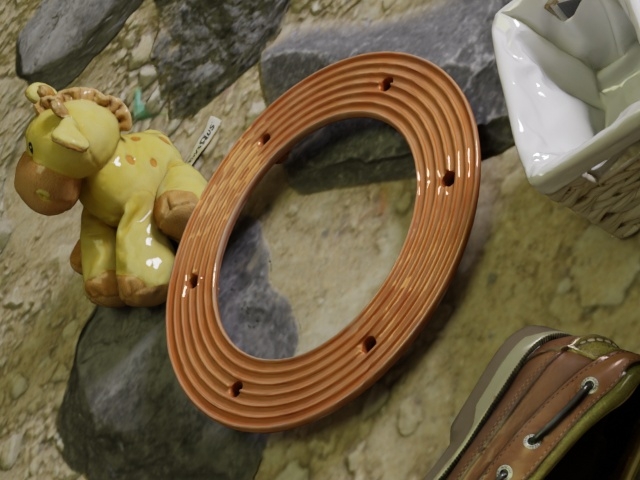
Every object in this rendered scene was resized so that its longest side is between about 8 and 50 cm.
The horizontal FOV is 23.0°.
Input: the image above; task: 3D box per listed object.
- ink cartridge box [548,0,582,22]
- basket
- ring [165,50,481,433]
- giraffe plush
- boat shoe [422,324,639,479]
[{"bbox_3d":[0.270,-0.270,1.138,0.208,0.045,0.206,-10,58,39],"label":"ink cartridge box"},{"bbox_3d":[0.197,-0.101,1.056,0.113,0.103,0.167,-35,43,29],"label":"basket"},{"bbox_3d":[0.000,0.000,1.269,0.337,0.032,0.336,-26,48,33],"label":"ring"},{"bbox_3d":[-0.201,-0.060,1.436,0.181,0.170,0.210,0,65,50],"label":"giraffe plush"},{"bbox_3d":[0.105,0.193,0.941,0.104,0.111,0.307,12,74,54],"label":"boat shoe"}]
